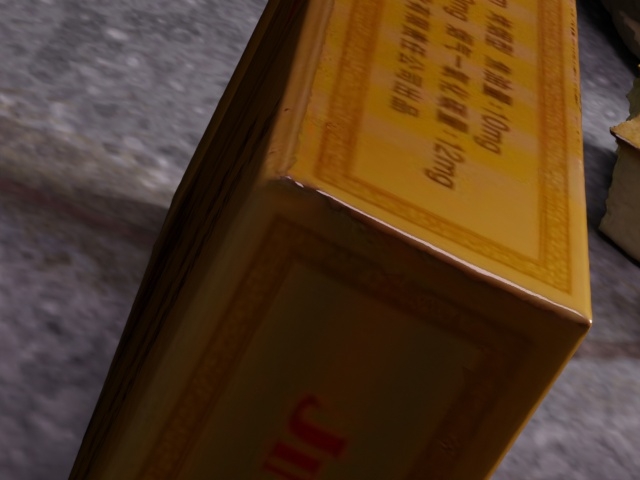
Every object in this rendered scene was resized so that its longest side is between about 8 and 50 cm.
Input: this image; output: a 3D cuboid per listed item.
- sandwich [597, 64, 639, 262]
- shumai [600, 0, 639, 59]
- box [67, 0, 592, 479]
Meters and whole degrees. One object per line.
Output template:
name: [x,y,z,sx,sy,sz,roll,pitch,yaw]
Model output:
sandwich: [0.208,-0.024,0.839,0.162,0.058,0.193,40,33,20]
shumai: [0.308,-0.209,1.019,0.267,0.262,0.314,24,27,-10]
box: [0.000,0.000,0.496,0.076,0.174,0.274,26,29,-8]
